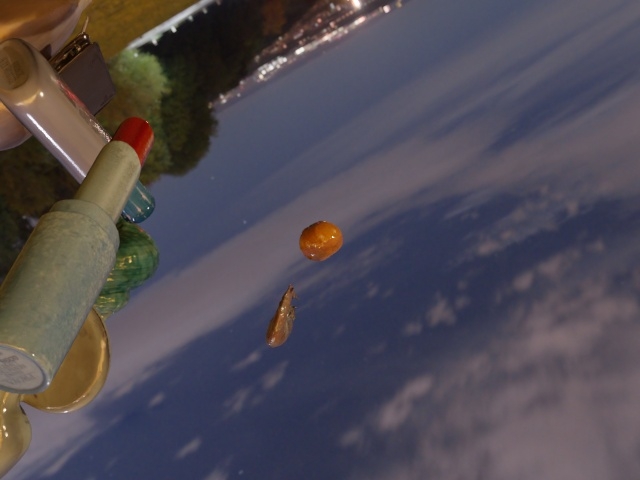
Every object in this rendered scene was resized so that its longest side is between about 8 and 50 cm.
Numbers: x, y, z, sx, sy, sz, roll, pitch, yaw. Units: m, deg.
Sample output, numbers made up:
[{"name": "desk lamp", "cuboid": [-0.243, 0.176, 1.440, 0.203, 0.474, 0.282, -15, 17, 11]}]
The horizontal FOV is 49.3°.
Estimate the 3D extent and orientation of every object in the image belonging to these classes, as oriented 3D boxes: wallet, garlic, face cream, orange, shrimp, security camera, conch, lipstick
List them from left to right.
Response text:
[{"name": "security camera", "cuboid": [-0.378, 0.179, 0.834, 0.301, 0.157, 0.080, -43, 170, 13]}, {"name": "garlic", "cuboid": [-0.510, -0.289, 1.171, 0.340, 0.231, 0.246, -23, -163, 0]}, {"name": "wallet", "cuboid": [-0.398, -0.258, 1.159, 0.110, 0.031, 0.198, -49, 176, -14]}, {"name": "face cream", "cuboid": [-0.354, -0.141, 1.042, 0.080, 0.337, 0.163, -36, -127, -5]}, {"name": "lipstick", "cuboid": [-0.187, -0.008, 0.554, 0.061, 0.068, 0.274, 2, -137, 8]}, {"name": "conch", "cuboid": [-0.379, 0.048, 1.255, 0.196, 0.134, 0.202, -17, -143, 46]}, {"name": "shrimp", "cuboid": [-0.071, 0.143, 1.415, 0.223, 0.047, 0.126, -58, 165, -81]}, {"name": "orange", "cuboid": [0.000, 0.000, 1.306, 0.083, 0.070, 0.083, -34, 179, -1]}]
